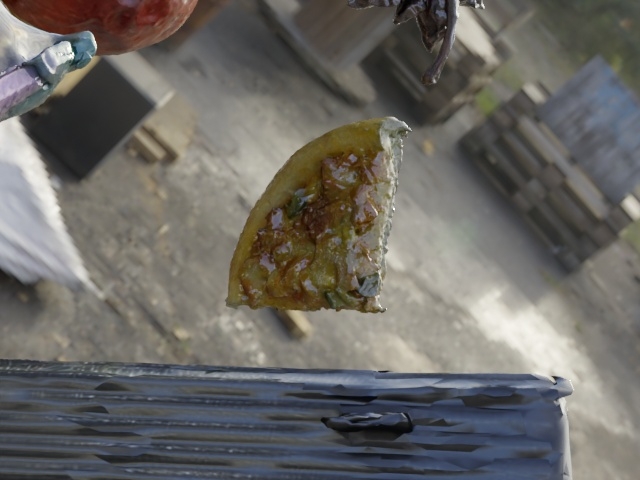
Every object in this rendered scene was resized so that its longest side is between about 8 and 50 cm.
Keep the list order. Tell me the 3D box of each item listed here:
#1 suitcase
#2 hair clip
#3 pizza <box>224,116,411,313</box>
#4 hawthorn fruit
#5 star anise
[{"bbox_3d":[-0.065,0.136,0.535,0.229,0.335,0.152,60,33,-74],"label":"suitcase"},{"bbox_3d":[-0.242,-0.046,0.724,0.358,0.110,0.095,-60,152,-52],"label":"hair clip"},{"bbox_3d":[0.000,0.000,1.392,0.058,0.292,0.197,9,45,-49],"label":"pizza"},{"bbox_3d":[-0.196,-0.263,1.178,0.207,0.207,0.243,46,-7,-6],"label":"hawthorn fruit"},{"bbox_3d":[0.134,-0.324,1.706,0.231,0.209,0.089,59,-14,-13],"label":"star anise"}]
